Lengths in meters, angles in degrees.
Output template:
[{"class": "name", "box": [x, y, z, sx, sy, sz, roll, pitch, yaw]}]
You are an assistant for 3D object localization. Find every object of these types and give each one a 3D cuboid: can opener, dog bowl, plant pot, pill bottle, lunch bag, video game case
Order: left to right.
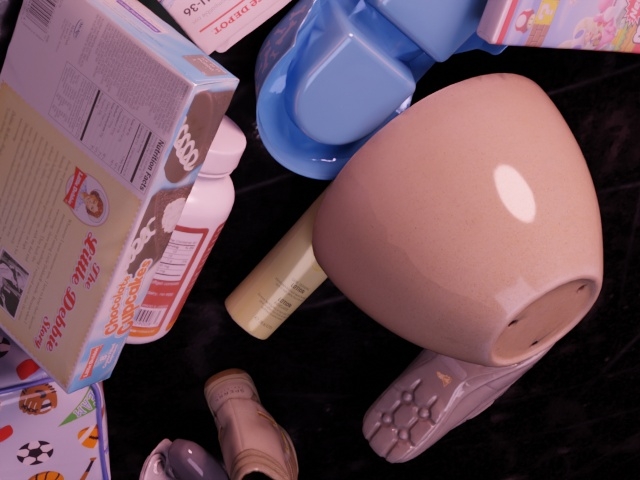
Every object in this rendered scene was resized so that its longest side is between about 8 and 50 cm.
[{"class": "lunch bag", "box": [-0.369, 0.208, 1.126, 0.303, 0.115, 0.243, -8, 131, -16]}, {"class": "pill bottle", "box": [-0.153, -0.020, 1.020, 0.121, 0.121, 0.216, 13, 121, -30]}, {"class": "can opener", "box": [-0.123, 0.330, 1.333, 0.093, 0.074, 0.280, 4, 146, 34]}, {"class": "dog bowl", "box": [0.059, -0.189, 1.000, 0.297, 0.074, 0.166, -44, 130, 16]}, {"class": "plant pot", "box": [0.160, 0.010, 1.068, 0.284, 0.191, 0.284, -25, 149, -16]}, {"class": "video game case", "box": [0.279, -0.268, 0.995, 0.285, 0.025, 0.204, -5, 125, -38]}]

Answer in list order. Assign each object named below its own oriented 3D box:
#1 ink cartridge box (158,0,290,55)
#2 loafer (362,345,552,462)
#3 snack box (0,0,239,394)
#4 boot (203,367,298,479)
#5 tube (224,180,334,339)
[{"class": "ink cartridge box", "box": [-0.089, -0.237, 0.905, 0.115, 0.067, 0.198, -36, 132, 8]}, {"class": "loafer", "box": [0.180, 0.138, 1.303, 0.319, 0.112, 0.111, -42, 167, 16]}, {"class": "snack box", "box": [-0.207, -0.048, 0.934, 0.060, 0.187, 0.322, -20, 144, -54]}, {"class": "boot", "box": [-0.064, 0.268, 1.257, 0.077, 0.165, 0.213, -23, 130, -2]}, {"class": "tube", "box": [0.000, 0.000, 1.142, 0.240, 0.062, 0.070, -46, 170, 11]}]
